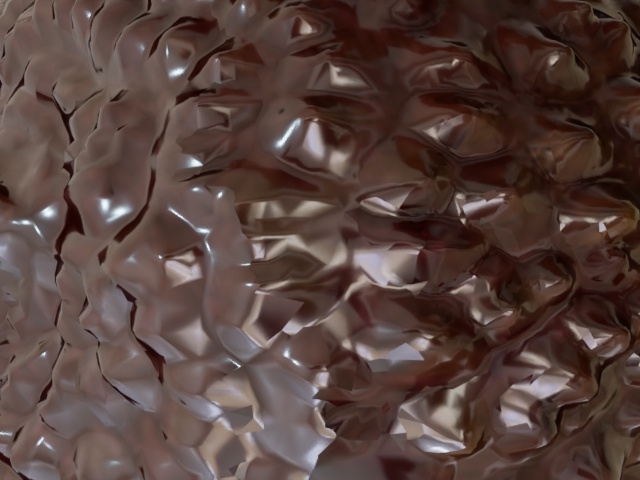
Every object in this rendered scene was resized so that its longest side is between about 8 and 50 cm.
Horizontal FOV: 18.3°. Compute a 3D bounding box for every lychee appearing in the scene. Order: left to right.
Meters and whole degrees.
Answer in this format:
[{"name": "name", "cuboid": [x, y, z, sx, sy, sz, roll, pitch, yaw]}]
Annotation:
[{"name": "lychee", "cuboid": [0.000, 0.000, 0.716, 0.306, 0.330, 0.306, -11, 77, 59]}]
